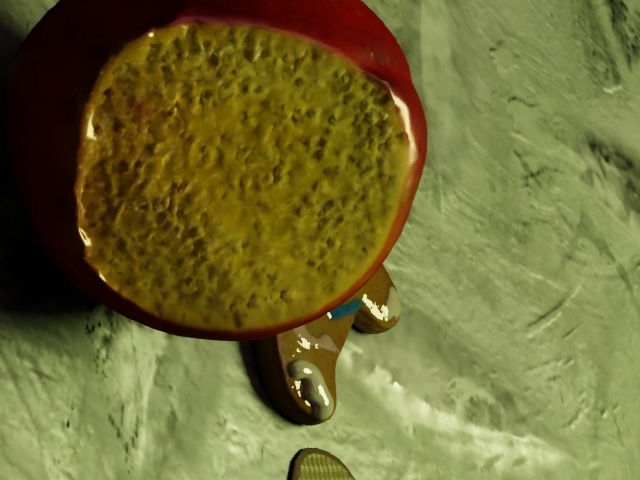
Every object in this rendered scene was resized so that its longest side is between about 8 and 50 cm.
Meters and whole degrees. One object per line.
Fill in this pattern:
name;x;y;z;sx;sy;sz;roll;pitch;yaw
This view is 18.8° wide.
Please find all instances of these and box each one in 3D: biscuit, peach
biscuit;0.000;0.000;1.068;0.138;0.031;0.205;55;34;-14
peach;-0.047;-0.046;0.893;0.190;0.190;0.192;66;16;1

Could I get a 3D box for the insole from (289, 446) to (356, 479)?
insole;0.024;0.227;0.982;0.086;0.005;0.253;13;60;-49
